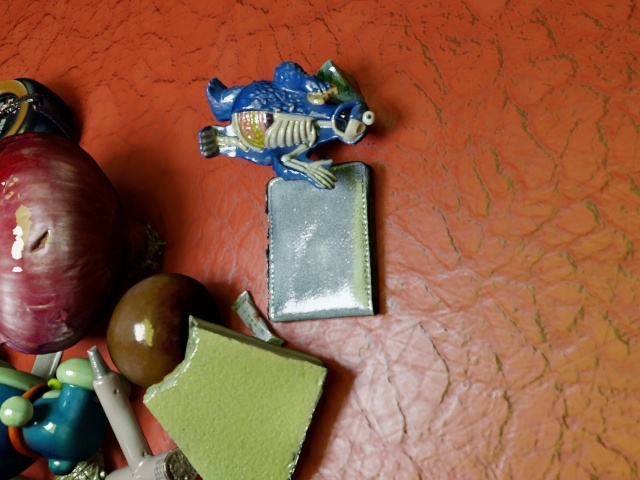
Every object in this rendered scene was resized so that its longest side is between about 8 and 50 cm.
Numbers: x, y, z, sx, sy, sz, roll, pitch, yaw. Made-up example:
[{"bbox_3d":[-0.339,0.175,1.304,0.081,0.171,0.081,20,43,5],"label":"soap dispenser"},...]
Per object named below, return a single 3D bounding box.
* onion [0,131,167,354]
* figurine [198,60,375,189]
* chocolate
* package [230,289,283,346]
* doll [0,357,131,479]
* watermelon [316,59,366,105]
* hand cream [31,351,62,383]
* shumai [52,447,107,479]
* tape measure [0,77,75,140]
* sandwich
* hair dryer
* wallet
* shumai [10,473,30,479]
[{"bbox_3d":[-0.391,0.005,0.953,0.348,0.286,0.347,-179,90,-65],"label":"onion"},{"bbox_3d":[-0.045,-0.166,0.873,0.262,0.121,0.164,18,91,23],"label":"figurine"},{"bbox_3d":[-0.235,0.130,0.877,0.177,0.177,0.176,-7,75,26],"label":"chocolate"},{"bbox_3d":[-0.092,0.120,0.884,0.037,0.015,0.110,-51,59,14],"label":"package"},{"bbox_3d":[-0.461,0.263,0.904,0.322,0.198,0.186,-4,63,14],"label":"doll"},{"bbox_3d":[0.029,-0.230,0.885,0.085,0.085,0.061,13,49,30],"label":"watermelon"},{"bbox_3d":[-0.484,0.249,1.056,0.057,0.037,0.165,3,72,29],"label":"hand cream"},{"bbox_3d":[-0.356,0.367,0.945,0.080,0.083,0.082,48,134,-2],"label":"shumai"},{"bbox_3d":[-0.571,-0.199,1.152,0.223,0.135,0.202,-5,66,25],"label":"tape measure"},{"bbox_3d":[-0.127,0.239,0.789,0.212,0.063,0.244,19,90,-4],"label":"sandwich"},{"bbox_3d":[-0.286,0.261,0.853,0.195,0.054,0.220,-34,90,40],"label":"hair dryer"},{"bbox_3d":[0.001,0.001,0.854,0.167,0.036,0.222,-9,75,25],"label":"wallet"},{"bbox_3d":[-0.500,0.480,0.944,0.256,0.189,0.218,-19,49,32],"label":"shumai"}]
